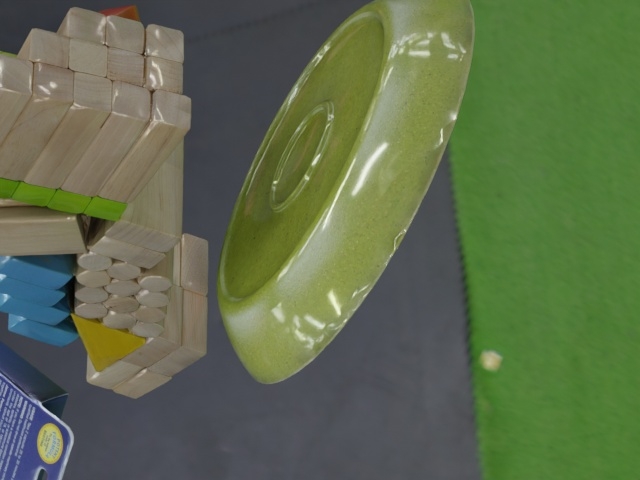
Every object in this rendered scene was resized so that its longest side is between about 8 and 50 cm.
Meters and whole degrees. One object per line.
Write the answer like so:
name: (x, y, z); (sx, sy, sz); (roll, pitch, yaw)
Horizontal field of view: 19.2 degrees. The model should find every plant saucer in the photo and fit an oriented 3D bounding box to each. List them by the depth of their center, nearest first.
plant saucer: (0.003, -0.039, 1.031); (0.241, 0.037, 0.241); (-54, 20, 30)

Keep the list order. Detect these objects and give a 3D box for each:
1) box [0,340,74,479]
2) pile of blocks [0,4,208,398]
box: (-0.266, 0.134, 1.418); (0.225, 0.036, 0.136); (35, 119, 28)
pile of blocks: (-0.143, -0.033, 1.118); (0.149, 0.362, 0.113); (-1, 60, -1)
